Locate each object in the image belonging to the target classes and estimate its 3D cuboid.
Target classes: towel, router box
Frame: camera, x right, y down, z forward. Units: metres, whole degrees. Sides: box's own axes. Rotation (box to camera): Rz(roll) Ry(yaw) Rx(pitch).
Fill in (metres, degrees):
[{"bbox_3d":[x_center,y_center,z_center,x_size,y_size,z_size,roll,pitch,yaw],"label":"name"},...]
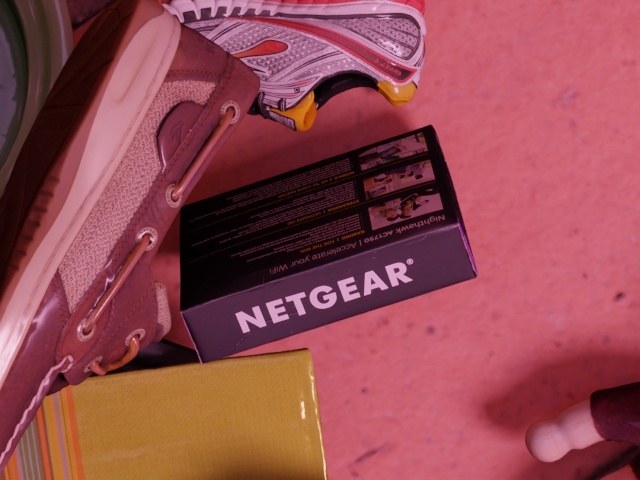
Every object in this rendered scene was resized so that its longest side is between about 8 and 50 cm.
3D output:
[{"bbox_3d":[-0.116,0.130,1.044,0.237,0.021,0.102,-8,95,-3],"label":"towel"},{"bbox_3d":[0.000,0.000,1.066,0.178,0.133,0.046,-18,120,6],"label":"router box"}]

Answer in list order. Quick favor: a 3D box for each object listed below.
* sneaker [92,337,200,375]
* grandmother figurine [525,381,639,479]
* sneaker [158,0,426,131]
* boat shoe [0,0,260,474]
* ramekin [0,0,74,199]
[{"bbox_3d":[-0.207,0.095,1.102,0.295,0.104,0.147,13,85,1],"label":"sneaker"},{"bbox_3d":[0.223,0.170,1.038,0.208,0.104,0.342,40,94,1],"label":"grandmother figurine"},{"bbox_3d":[-0.042,-0.116,1.103,0.225,0.088,0.093,-6,85,7],"label":"sneaker"},{"bbox_3d":[-0.138,0.031,0.980,0.123,0.123,0.342,29,80,-26],"label":"boat shoe"},{"bbox_3d":[-0.307,-0.104,1.079,0.303,0.148,0.304,0,87,-6],"label":"ramekin"}]
